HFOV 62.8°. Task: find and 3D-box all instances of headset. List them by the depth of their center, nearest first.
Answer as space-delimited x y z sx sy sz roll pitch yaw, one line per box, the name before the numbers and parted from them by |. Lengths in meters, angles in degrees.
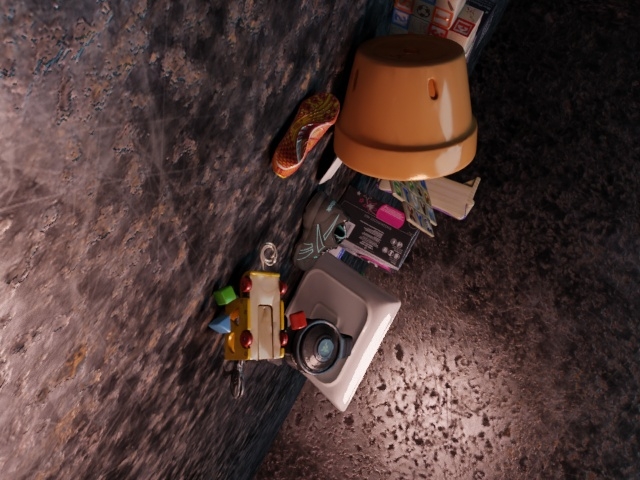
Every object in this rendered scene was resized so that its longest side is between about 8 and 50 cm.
headset | -0.079 0.269 1.253 0.394 0.244 0.185 18 77 -60

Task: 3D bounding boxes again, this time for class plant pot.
plant pot | 0.171 -0.276 1.030 0.291 0.291 0.203 -51 149 -46

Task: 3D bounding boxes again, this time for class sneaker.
sneaker | -0.029 -0.182 0.884 0.175 0.064 0.067 -53 -174 -20
sneaker | 0.000 0.000 1.305 0.101 0.106 0.267 -55 169 -38

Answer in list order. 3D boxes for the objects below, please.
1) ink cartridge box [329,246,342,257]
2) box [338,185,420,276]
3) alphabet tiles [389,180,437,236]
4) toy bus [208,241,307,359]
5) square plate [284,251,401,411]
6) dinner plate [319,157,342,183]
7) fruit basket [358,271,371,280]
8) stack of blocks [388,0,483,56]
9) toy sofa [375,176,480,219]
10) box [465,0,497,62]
ink cartridge box | 0.024 0.080 1.760 0.207 0.046 0.097 -59 170 -16
box | 0.156 -0.023 1.580 0.163 0.247 0.142 -60 170 -11
alphabet tiles | 0.255 -0.185 1.529 0.285 0.011 0.342 26 48 -51
toy bus | -0.134 0.137 1.010 0.104 0.191 0.202 -12 -151 42
square plate | 0.017 0.235 1.475 0.049 0.344 0.347 17 103 -48
dinner plate | 0.042 -0.182 1.187 0.141 0.017 0.141 -55 -175 7
fruit basket | 0.056 0.275 1.952 0.353 0.165 0.327 -43 178 5
stack of blocks | 0.245 -0.472 1.110 0.087 0.171 0.297 -58 168 -22
toy sofa | 0.390 -0.193 1.954 0.150 0.363 0.177 73 39 -75
box | 0.370 -0.592 1.426 0.158 0.156 0.093 -57 167 -25
